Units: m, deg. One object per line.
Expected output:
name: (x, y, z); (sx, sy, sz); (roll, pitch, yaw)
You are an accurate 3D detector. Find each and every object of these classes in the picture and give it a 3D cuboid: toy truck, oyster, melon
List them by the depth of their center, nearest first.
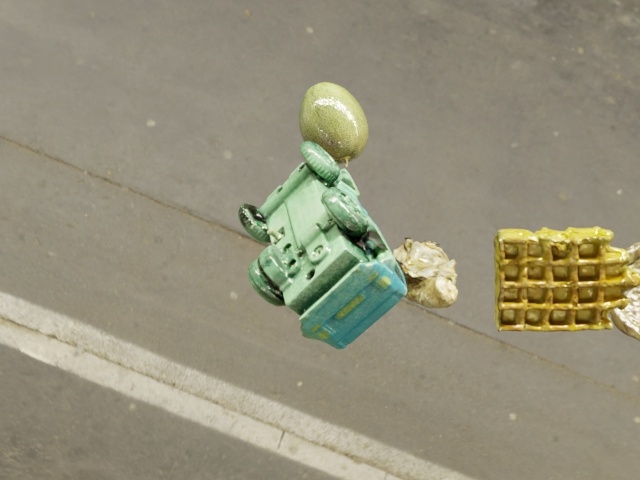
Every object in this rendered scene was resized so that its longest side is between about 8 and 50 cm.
toy truck: (0.000, 0.000, 0.779); (0.156, 0.155, 0.279); (39, 16, -28)
melon: (0.027, -0.233, 1.240); (0.139, 0.139, 0.192); (-13, 71, -20)
oyster: (0.233, 0.070, 1.290); (0.166, 0.094, 0.294); (18, 19, 20)

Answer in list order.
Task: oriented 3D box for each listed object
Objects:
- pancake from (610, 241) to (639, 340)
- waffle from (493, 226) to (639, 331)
pancake: (0.749, 0.112, 1.309); (0.250, 0.031, 0.250); (-11, 57, 18)
waffle: (0.375, 0.058, 0.921); (0.210, 0.055, 0.161); (-3, 106, 10)
